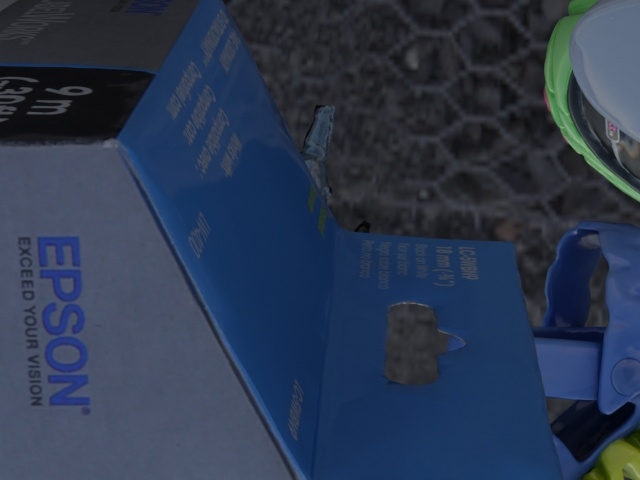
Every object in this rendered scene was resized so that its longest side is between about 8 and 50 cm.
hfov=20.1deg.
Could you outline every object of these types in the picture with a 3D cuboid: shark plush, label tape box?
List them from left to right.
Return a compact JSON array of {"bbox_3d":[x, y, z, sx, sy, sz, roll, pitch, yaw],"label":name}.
[{"bbox_3d":[-0.098,-0.012,0.570,0.333,0.240,0.106,-1,107,3],"label":"label tape box"},{"bbox_3d":[0.000,0.000,1.121,0.067,0.161,0.073,3,167,7],"label":"shark plush"}]

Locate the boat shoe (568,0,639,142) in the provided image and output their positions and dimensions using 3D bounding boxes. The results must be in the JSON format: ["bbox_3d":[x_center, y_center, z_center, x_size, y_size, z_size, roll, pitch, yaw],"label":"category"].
[{"bbox_3d":[0.347,-0.133,1.147,0.367,0.156,0.136,5,124,39],"label":"boat shoe"}]

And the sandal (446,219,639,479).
[{"bbox_3d":[0.105,0.102,0.983,0.317,0.126,0.138,-38,104,-16],"label":"sandal"}]

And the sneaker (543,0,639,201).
[{"bbox_3d":[0.385,-0.034,1.402,0.482,0.202,0.185,30,80,-24],"label":"sneaker"}]
